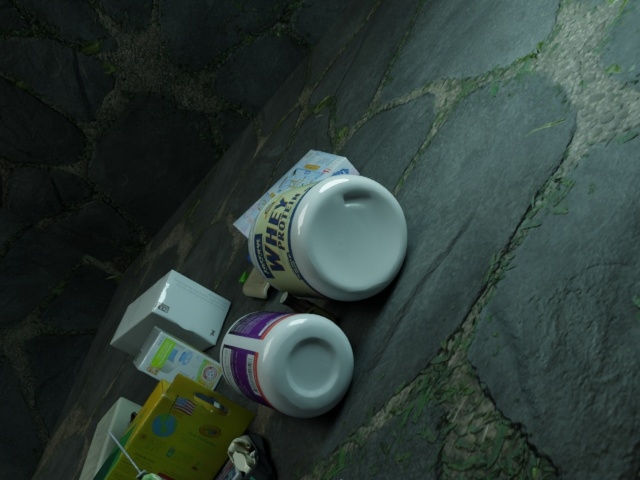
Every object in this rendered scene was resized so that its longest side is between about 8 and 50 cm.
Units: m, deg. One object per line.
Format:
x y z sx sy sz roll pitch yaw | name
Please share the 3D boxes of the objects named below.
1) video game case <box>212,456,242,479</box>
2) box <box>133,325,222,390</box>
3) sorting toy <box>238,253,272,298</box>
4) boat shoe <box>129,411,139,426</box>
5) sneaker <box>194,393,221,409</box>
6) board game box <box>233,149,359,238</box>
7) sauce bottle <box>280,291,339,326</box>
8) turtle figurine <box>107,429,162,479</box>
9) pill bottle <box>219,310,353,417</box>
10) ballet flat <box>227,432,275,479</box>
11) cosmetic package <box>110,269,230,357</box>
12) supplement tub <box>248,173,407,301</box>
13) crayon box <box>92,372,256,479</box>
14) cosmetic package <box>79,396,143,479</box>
-0.231 0.522 1.509 0.201 0.023 0.183 -54 20 7 | video game case
-0.366 0.324 1.849 0.114 0.203 0.103 -59 20 -10 | box
-0.129 0.067 1.912 0.347 0.047 0.196 -3 61 66 | sorting toy
-0.527 0.587 2.025 0.084 0.079 0.233 -47 24 23 | boat shoe
-0.386 0.477 1.686 0.319 0.131 0.112 -49 15 -20 | sneaker
-0.075 -0.105 1.902 0.318 0.066 0.318 -44 19 -4 | board game box
-0.023 0.144 1.421 0.042 0.128 0.042 -48 23 28 | sauce bottle
-0.340 0.541 1.303 0.198 0.275 0.266 -43 25 -24 | turtle figurine
-0.081 0.227 1.360 0.181 0.181 0.323 -63 20 -15 | pill bottle
-0.141 0.419 1.380 0.074 0.074 0.203 -58 20 0 | ballet flat
-0.464 0.256 2.169 0.385 0.217 0.156 -32 32 48 | cosmetic package
0.000 0.000 1.424 0.235 0.235 0.325 -63 21 -14 | supplement tub
-0.303 0.434 1.482 0.318 0.202 0.081 -55 20 3 | crayon box
-0.615 0.638 2.103 0.160 0.113 0.309 -47 23 27 | cosmetic package
